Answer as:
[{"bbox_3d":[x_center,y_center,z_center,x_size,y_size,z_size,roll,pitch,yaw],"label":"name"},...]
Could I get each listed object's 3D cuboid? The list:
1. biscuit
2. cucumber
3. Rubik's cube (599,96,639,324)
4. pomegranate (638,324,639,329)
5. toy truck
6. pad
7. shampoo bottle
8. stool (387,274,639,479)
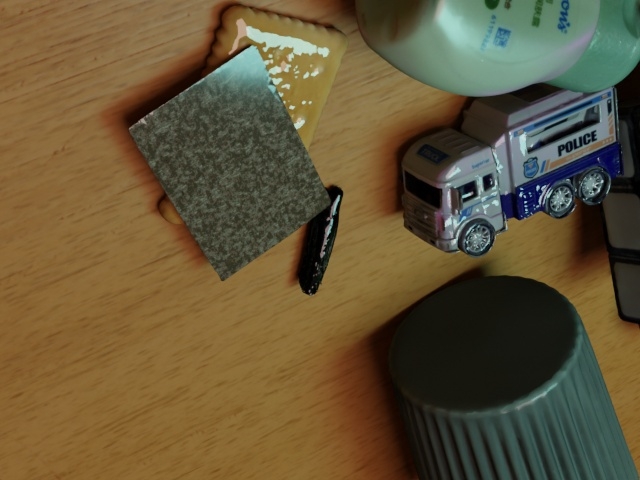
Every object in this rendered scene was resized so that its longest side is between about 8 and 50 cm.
[{"bbox_3d":[-0.070,-0.122,1.243,0.160,0.030,0.249,8,113,-36],"label":"biscuit"},{"bbox_3d":[0.001,0.001,1.363,0.033,0.034,0.134,2,116,-28],"label":"cucumber"},{"bbox_3d":[0.560,-0.058,1.455,0.305,0.304,0.300,-16,101,-25],"label":"Rubik's cube"},{"bbox_3d":[0.521,0.084,1.680,0.131,0.152,0.191,-52,122,-30],"label":"pomegranate"},{"bbox_3d":[0.225,-0.099,1.389,0.268,0.124,0.155,-23,121,-21],"label":"toy truck"},{"bbox_3d":[-0.089,-0.077,1.234,0.158,0.003,0.235,-35,130,-9],"label":"pad"},{"bbox_3d":[0.212,-0.254,1.248,0.350,0.151,0.221,9,79,-36],"label":"shampoo bottle"},{"bbox_3d":[0.250,0.246,1.513,0.297,0.297,0.330,-32,127,-13],"label":"stool"}]
